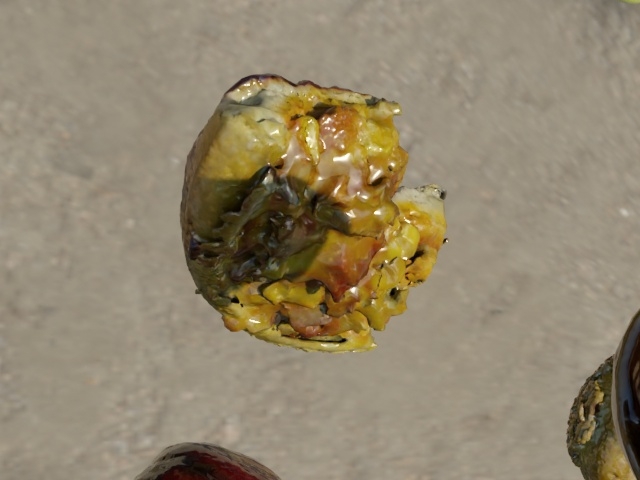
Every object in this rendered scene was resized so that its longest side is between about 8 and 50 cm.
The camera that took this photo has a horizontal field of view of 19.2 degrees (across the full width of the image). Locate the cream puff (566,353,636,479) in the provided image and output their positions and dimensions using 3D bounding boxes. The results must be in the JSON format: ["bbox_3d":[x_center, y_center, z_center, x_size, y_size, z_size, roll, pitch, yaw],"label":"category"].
[{"bbox_3d":[0.276,0.150,1.583,0.115,0.165,0.150,47,124,45],"label":"cream puff"}]

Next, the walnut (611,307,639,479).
[{"bbox_3d":[0.180,0.081,0.753,0.116,0.207,0.115,-4,112,-11],"label":"walnut"}]

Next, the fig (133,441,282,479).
[{"bbox_3d":[-0.098,0.295,1.611,0.224,0.224,0.263,-33,52,11],"label":"fig"}]

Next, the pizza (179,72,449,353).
[{"bbox_3d":[0.000,0.000,1.130,0.161,0.305,0.085,-25,60,4],"label":"pizza"}]

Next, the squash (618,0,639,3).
[{"bbox_3d":[0.254,-0.276,1.725,0.224,0.094,0.094,34,95,-15],"label":"squash"}]
